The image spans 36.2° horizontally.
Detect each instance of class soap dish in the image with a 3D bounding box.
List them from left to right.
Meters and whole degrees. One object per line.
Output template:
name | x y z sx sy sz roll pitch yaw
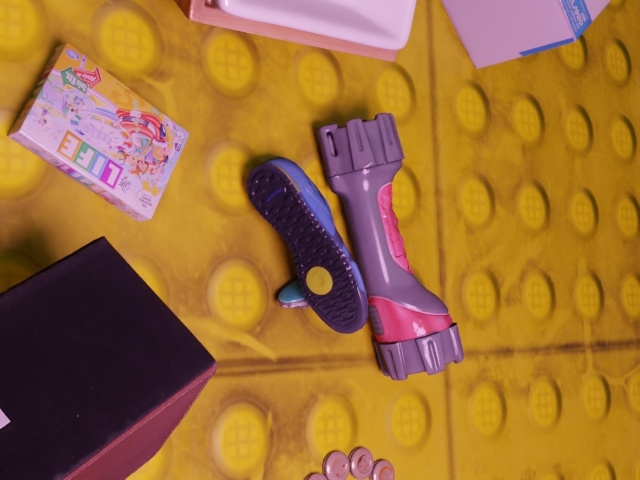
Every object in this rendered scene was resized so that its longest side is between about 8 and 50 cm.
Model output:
soap dish | -0.018 -0.328 1.048 0.290 0.118 0.229 2 102 -41

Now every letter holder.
letter holder | -0.264 0.172 0.793 0.152 0.214 0.302 46 51 11

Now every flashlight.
flashlight | 0.087 0.005 1.145 0.103 0.103 0.304 -19 97 -68

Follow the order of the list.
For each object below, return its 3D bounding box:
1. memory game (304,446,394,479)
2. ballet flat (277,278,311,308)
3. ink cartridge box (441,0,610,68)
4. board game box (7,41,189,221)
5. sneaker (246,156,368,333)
memory game | 0.037 0.328 1.113 0.186 0.012 0.186 6 80 -41
ballet flat | -0.003 0.053 1.099 0.114 0.041 0.041 -39 110 -37
ink cartridge box | 0.295 -0.377 1.332 0.233 0.171 0.168 -46 114 -35
board game box | -0.209 -0.102 0.941 0.154 0.026 0.103 36 62 -33
sneaker | 0.000 0.000 1.063 0.209 0.069 0.082 59 27 4
